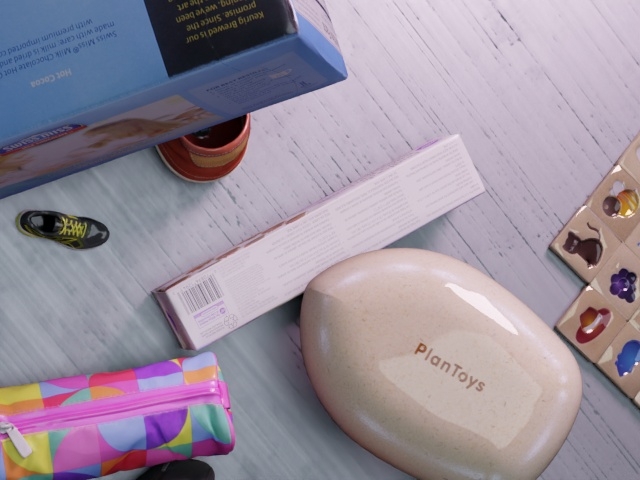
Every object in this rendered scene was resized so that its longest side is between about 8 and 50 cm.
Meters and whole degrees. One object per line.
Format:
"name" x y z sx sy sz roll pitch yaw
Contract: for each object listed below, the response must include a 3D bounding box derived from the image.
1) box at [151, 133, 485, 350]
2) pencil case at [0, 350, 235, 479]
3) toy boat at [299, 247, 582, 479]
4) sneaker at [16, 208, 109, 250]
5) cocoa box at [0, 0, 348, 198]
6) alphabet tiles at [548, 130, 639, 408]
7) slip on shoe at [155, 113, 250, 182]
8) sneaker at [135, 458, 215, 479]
"box" 0.000 0.000 1.416 0.324 0.063 0.067 -30 98 -17
"pencil case" -0.192 0.160 1.320 0.236 0.104 0.104 -10 91 -17
"toy boat" 0.062 0.164 1.367 0.267 0.148 0.318 37 86 5
"sneaker" -0.228 -0.009 1.357 0.083 0.035 0.031 8 86 -18
"cocoa box" -0.184 -0.189 1.199 0.347 0.231 0.228 -18 85 9
"alphabet tiles" 0.403 0.056 1.574 0.342 0.011 0.285 43 76 -12
"slip on shoe" -0.136 -0.214 1.363 0.123 0.101 0.331 -17 92 -16
"sneaker" -0.193 0.267 1.343 0.222 0.118 0.083 -16 111 10
